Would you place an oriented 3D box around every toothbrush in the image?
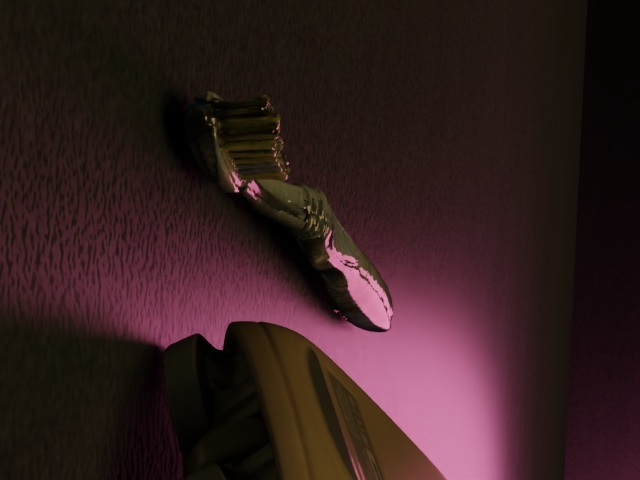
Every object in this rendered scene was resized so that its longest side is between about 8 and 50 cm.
[{"bbox_3d":[0.000,0.000,0.840,0.413,0.042,0.035,52,41,-73],"label":"toothbrush"}]

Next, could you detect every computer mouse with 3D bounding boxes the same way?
[{"bbox_3d":[0.014,0.132,0.687,0.236,0.082,0.145,46,16,-42],"label":"computer mouse"}]
